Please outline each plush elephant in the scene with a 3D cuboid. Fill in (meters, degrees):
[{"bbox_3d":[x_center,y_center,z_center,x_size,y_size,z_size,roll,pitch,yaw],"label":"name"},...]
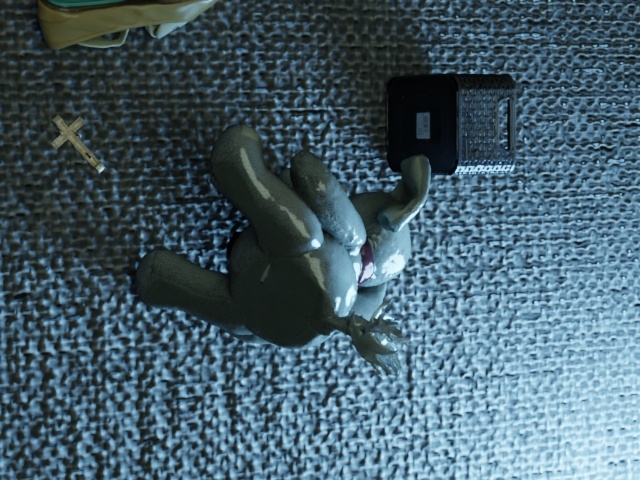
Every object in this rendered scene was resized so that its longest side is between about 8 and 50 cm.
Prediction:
[{"bbox_3d":[0.000,0.000,1.874,0.330,0.255,0.272,32,123,7],"label":"plush elephant"}]

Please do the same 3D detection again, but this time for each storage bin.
[{"bbox_3d":[0.158,-0.143,1.960,0.084,0.180,0.122,-2,95,-25],"label":"storage bin"}]

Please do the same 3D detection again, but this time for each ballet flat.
[{"bbox_3d":[-0.216,-0.266,1.841,0.232,0.080,0.073,-10,126,-22],"label":"ballet flat"}]

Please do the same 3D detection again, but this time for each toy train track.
[{"bbox_3d":[-0.280,-0.112,1.842,0.048,0.014,0.083,-46,112,-16],"label":"toy train track"}]
